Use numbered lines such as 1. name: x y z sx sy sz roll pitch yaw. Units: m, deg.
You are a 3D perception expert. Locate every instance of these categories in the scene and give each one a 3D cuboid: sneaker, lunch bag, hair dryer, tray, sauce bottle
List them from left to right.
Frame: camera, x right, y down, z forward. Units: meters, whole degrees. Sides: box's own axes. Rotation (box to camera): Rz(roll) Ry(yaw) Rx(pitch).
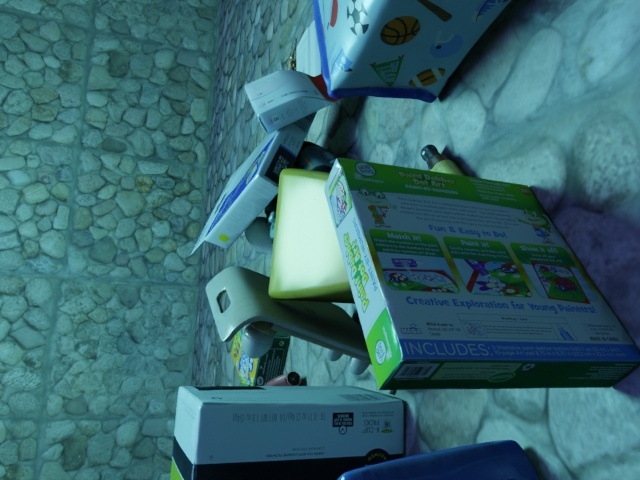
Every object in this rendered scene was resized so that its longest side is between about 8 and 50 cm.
1. hair dryer: -0.086 0.440 1.329 0.223 0.080 0.294 29 118 51
2. sneaker: -0.069 0.017 1.211 0.094 0.212 0.080 9 66 54
3. tray: -0.036 -0.453 1.474 0.145 0.030 0.271 140 133 -63
4. lunch bag: 0.125 -0.445 0.767 0.328 0.238 0.386 129 135 -58
5. sauce bottle: 0.179 -0.097 0.790 0.128 0.042 0.042 -108 31 -52

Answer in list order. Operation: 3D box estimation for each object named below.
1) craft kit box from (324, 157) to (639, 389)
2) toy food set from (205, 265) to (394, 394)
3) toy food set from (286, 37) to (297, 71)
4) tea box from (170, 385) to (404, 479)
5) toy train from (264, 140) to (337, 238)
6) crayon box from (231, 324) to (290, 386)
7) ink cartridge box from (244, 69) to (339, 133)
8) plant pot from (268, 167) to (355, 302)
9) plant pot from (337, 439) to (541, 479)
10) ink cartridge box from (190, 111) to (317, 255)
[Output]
1. craft kit box: 0.146 0.027 0.545 0.061 0.249 0.247 115 153 -44
2. toy food set: -0.038 0.158 0.937 0.092 0.306 0.220 -62 23 7
3. toy food set: -0.078 -0.523 1.607 0.122 0.019 0.078 134 137 -68
4. tea box: -0.061 0.404 0.870 0.220 0.328 0.324 162 111 -67
5. toy train: -0.024 -0.095 1.137 0.190 0.142 0.334 -62 16 12
6. crayon box: -0.184 0.292 1.575 0.323 0.083 0.203 -135 55 -65
7. ink cartridge box: -0.037 -0.327 1.171 0.066 0.232 0.189 61 -178 -36
8. plant pot: 0.064 0.000 0.859 0.187 0.212 0.212 2 86 57
9. plant pot: 0.123 0.369 0.548 0.212 0.235 0.236 59 139 48
10. ink cartridge box: -0.146 -0.130 1.214 0.307 0.072 0.304 -44 21 41
